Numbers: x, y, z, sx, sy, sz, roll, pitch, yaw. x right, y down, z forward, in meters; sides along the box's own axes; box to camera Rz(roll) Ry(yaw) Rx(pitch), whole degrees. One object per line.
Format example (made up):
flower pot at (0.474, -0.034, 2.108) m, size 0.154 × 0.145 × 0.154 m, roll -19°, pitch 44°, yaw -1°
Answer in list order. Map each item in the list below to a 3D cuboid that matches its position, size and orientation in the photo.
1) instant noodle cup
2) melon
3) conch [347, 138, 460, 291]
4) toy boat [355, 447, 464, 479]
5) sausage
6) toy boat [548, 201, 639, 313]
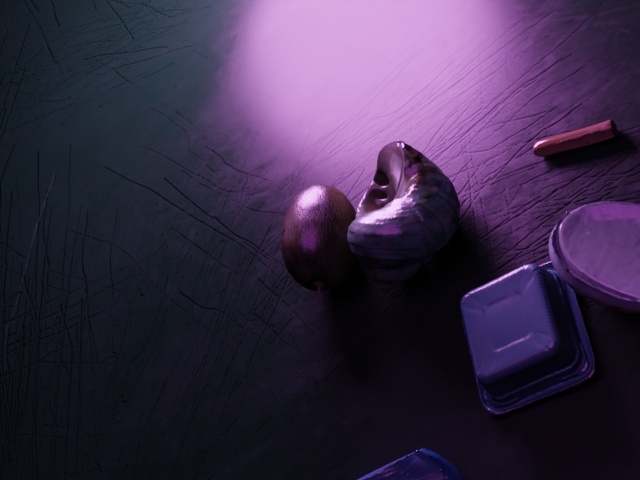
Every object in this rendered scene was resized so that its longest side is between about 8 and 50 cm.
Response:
instant noodle cup at (0.246, 0.113, 1.684) m, size 0.157 × 0.070 × 0.179 m, roll -27°, pitch 52°, yaw 22°
melon at (0.000, 0.000, 1.893) m, size 0.114 × 0.114 × 0.167 m, roll -15°, pitch 53°, yaw 27°
conch at (0.108, -0.032, 1.834) m, size 0.176 × 0.122 × 0.188 m, roll 19°, pitch 72°, yaw 49°
toy boat at (0.080, 0.333, 1.669) m, size 0.215 × 0.088 × 0.102 m, roll -31°, pitch 84°, yaw 16°
sausage at (0.337, -0.134, 1.799) m, size 0.116 × 0.026 × 0.026 m, roll -15°, pitch 56°, yaw 29°
toy boat at (0.377, 0.027, 1.651) m, size 0.207 × 0.079 × 0.134 m, roll 17°, pitch 72°, yaw 29°
